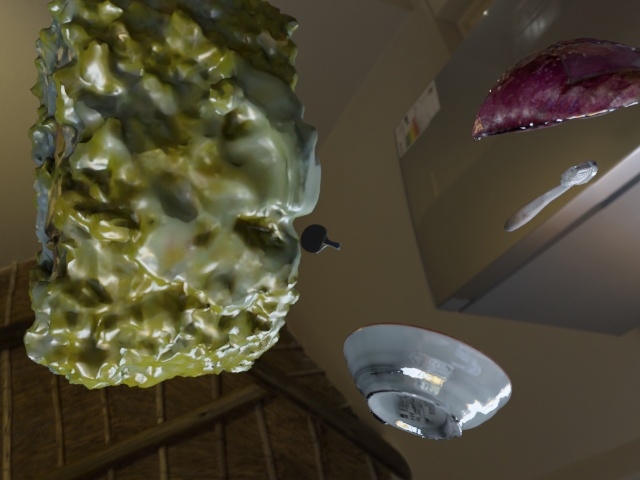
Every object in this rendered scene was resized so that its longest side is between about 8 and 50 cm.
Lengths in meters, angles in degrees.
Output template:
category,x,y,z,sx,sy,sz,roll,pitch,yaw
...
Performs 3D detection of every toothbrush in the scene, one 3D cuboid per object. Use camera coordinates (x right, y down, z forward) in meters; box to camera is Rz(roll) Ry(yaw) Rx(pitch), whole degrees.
category,x,y,z,sx,sy,sz,roll,pitch,yaw
toothbrush,0.326,-0.057,0.900,0.029,0.307,0.025,-12,-103,-6

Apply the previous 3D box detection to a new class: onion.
category,x,y,z,sx,sy,sz,roll,pitch,yaw
onion,0.348,-0.217,0.799,0.250,0.247,0.111,-18,-83,-44

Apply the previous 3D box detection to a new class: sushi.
category,x,y,z,sx,sy,sz,roll,pitch,yaw
sushi,-0.167,-0.054,0.610,0.240,0.351,0.397,1,-91,-28

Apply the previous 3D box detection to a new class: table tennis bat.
category,x,y,z,sx,sy,sz,roll,pitch,yaw
table tennis bat,0.000,0.000,1.010,0.007,0.083,0.050,31,-101,-51

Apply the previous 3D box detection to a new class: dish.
category,x,y,z,sx,sy,sz,roll,pitch,yaw
dish,0.146,0.230,0.901,0.260,0.260,0.085,30,-125,-10
